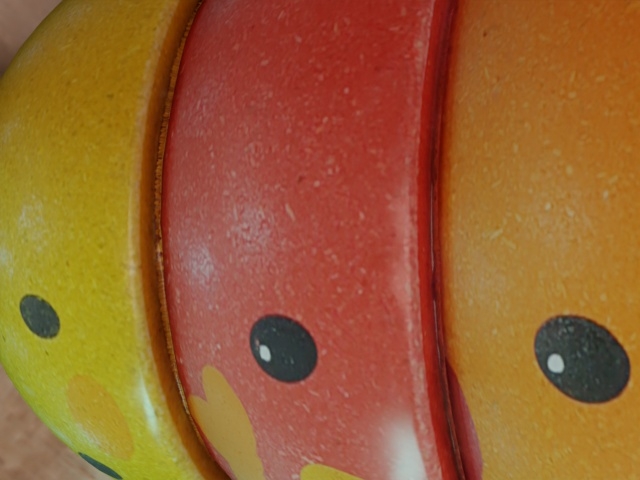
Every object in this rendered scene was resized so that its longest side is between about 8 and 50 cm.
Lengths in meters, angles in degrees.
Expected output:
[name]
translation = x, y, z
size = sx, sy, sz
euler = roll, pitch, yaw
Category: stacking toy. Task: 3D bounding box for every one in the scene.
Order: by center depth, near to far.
[stacking toy]
translation = 0.000, 0.000, 0.654
size = 0.480, 0.350, 0.350
euler = -2, 103, 23
